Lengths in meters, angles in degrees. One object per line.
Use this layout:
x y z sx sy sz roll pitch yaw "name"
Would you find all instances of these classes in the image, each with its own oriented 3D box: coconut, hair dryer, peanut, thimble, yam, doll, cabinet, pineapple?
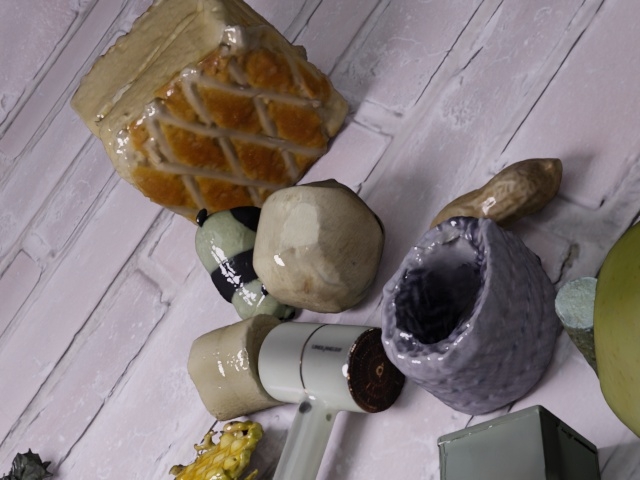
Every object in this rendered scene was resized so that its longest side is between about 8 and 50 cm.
0.000 0.000 1.754 0.224 0.224 0.224 -27 45 30 "coconut"
-0.022 0.292 1.606 0.203 0.128 0.362 -1 62 46 "hair dryer"
0.255 -0.049 1.605 0.228 0.104 0.085 -36 80 19 "peanut"
0.201 0.098 1.499 0.217 0.157 0.245 6 66 47 "thimble"
0.347 0.123 1.311 0.078 0.179 0.078 -27 32 19 "yam"
-0.127 0.048 1.879 0.143 0.135 0.234 -38 75 26 "doll"
0.237 0.331 1.291 0.150 0.145 0.206 -25 46 31 "cabinet"
-0.590 0.506 2.039 0.248 0.128 0.128 -52 37 -5 "pineapple"

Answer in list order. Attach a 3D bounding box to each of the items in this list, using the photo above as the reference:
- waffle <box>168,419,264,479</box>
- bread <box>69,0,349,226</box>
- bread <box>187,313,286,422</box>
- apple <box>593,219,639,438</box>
-0.201 0.387 1.715 0.280 0.060 0.262 -50 13 -22 "waffle"
-0.190 -0.240 1.999 0.371 0.390 0.279 -44 47 10 "bread"
-0.125 0.205 1.766 0.141 0.134 0.148 -21 80 36 "bread"
0.455 0.080 1.109 0.357 0.357 0.357 -27 45 30 "apple"
